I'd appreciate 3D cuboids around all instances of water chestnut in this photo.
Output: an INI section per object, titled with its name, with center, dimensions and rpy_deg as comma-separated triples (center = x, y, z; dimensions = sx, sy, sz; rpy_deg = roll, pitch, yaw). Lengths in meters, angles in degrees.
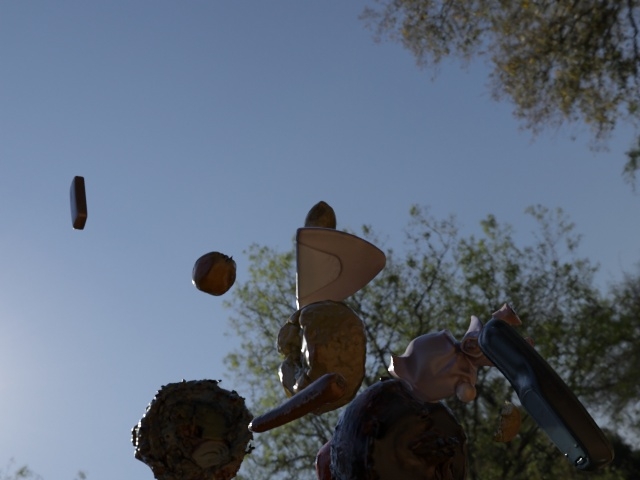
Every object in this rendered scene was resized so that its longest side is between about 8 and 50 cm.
[water chestnut]
center = 0.195, 0.482, 1.422
dimensions = 0.350, 0.351, 0.302
rpy_deg = -17, -6, -35

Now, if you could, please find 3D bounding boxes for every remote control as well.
[remote control]
center = 0.284, 0.196, 0.806
dimensions = 0.042, 0.222, 0.072
rpy_deg = -21, -34, -23

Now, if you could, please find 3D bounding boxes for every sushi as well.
[sushi]
center = -0.412, 0.645, 2.107
dimensions = 0.417, 0.417, 0.176
rpy_deg = -23, -25, -30

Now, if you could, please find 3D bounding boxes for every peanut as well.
[peanut]
center = 0.000, 0.000, 1.868
dimensions = 0.120, 0.110, 0.237
rpy_deg = 3, -92, -36

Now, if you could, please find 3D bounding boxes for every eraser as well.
[eraser]
center = 0.048, 0.059, 1.525
dimensions = 0.243, 0.059, 0.204
rpy_deg = -6, -78, -29

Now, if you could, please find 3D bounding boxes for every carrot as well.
[carrot]
center = -0.036, 0.232, 0.861
dimensions = 0.190, 0.037, 0.037
rpy_deg = -37, -29, 31

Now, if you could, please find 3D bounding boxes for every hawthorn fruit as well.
[hawthorn fruit]
center = 0.075, 0.656, 1.834
dimensions = 0.189, 0.189, 0.189
rpy_deg = -27, -42, -27

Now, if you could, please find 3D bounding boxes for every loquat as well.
[loquat]
center = -0.299, 0.093, 1.780
dimensions = 0.137, 0.113, 0.137
rpy_deg = -5, -55, -8

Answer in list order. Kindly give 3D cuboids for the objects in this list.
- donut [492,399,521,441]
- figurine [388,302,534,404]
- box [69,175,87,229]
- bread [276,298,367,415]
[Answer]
[donut]
center = 0.403, 0.395, 1.347
dimensions = 0.083, 0.038, 0.067
rpy_deg = -31, -80, -28
[figurine]
center = 0.273, 0.226, 1.224
dimensions = 0.275, 0.200, 0.133
rpy_deg = -26, -70, 8
[box]
center = -0.486, -0.077, 1.254
dimensions = 0.025, 0.115, 0.048
rpy_deg = 4, -42, -30
[bread]
center = -0.007, 0.232, 1.242
dimensions = 0.134, 0.244, 0.244
rpy_deg = 9, -63, -25
